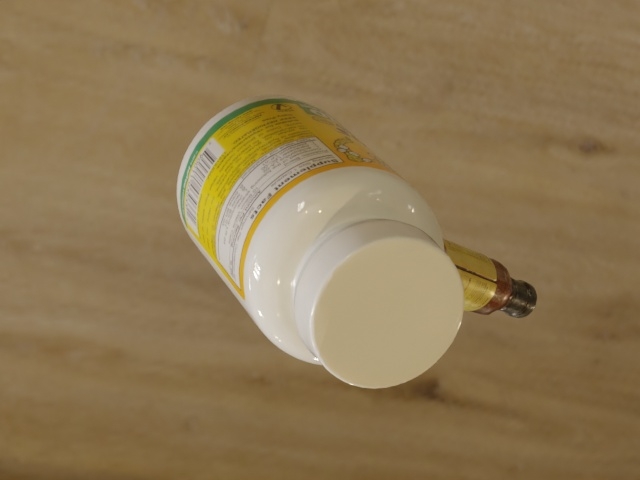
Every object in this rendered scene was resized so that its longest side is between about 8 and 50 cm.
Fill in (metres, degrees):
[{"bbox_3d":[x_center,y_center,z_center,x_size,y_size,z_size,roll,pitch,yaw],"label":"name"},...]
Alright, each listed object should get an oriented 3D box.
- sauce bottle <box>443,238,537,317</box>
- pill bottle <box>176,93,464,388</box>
[{"bbox_3d":[0.100,0.028,1.168,0.042,0.042,0.128,-44,141,20],"label":"sauce bottle"},{"bbox_3d":[0.000,0.000,0.989,0.117,0.208,0.118,-8,114,-18],"label":"pill bottle"}]
